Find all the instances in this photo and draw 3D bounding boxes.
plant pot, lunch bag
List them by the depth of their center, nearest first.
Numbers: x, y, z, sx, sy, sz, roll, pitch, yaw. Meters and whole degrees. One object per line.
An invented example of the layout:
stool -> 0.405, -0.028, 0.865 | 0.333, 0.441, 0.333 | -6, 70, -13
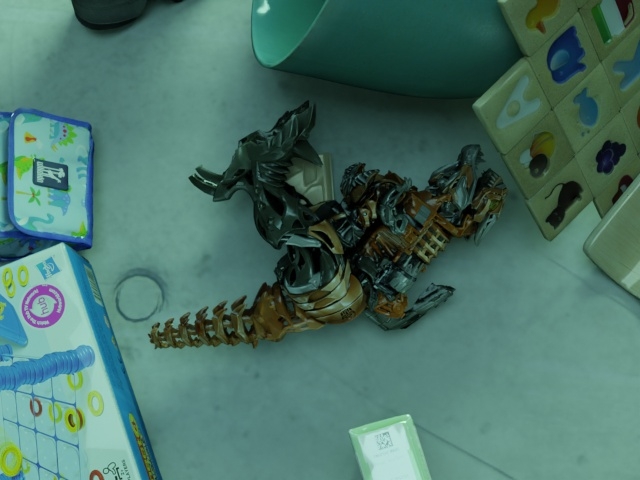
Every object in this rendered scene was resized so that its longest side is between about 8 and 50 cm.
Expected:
plant pot -> 0.102, -0.254, 0.888 | 0.235, 0.293, 0.293 | 15, 75, -21
lunch bag -> -0.289, -0.051, 0.964 | 0.151, 0.096, 0.128 | -1, 72, -10

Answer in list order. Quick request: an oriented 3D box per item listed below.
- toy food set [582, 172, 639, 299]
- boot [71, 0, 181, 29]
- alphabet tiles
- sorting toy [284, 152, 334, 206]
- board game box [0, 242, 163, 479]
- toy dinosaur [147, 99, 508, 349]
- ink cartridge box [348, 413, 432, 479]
toy food set -> 0.392, -0.007, 0.821 | 0.219, 0.092, 0.306 | -50, 42, -3
boot -> -0.119, -0.342, 0.954 | 0.338, 0.222, 0.118 | -22, 64, 6
alphabet tiles -> 0.280, -0.169, 0.870 | 0.342, 0.285, 0.011 | -44, 40, -7
sorting toy -> -0.019, -0.066, 0.982 | 0.062, 0.012, 0.083 | -5, 77, 4
board game box -> -0.307, 0.200, 0.899 | 0.302, 0.086, 0.308 | -22, 75, -1
toy dinosaur -> 0.000, 0.000, 0.896 | 0.322, 0.164, 0.218 | -34, 100, -20
ink cartridge box -> 0.085, 0.259, 0.807 | 0.056, 0.171, 0.235 | -16, 75, 1
